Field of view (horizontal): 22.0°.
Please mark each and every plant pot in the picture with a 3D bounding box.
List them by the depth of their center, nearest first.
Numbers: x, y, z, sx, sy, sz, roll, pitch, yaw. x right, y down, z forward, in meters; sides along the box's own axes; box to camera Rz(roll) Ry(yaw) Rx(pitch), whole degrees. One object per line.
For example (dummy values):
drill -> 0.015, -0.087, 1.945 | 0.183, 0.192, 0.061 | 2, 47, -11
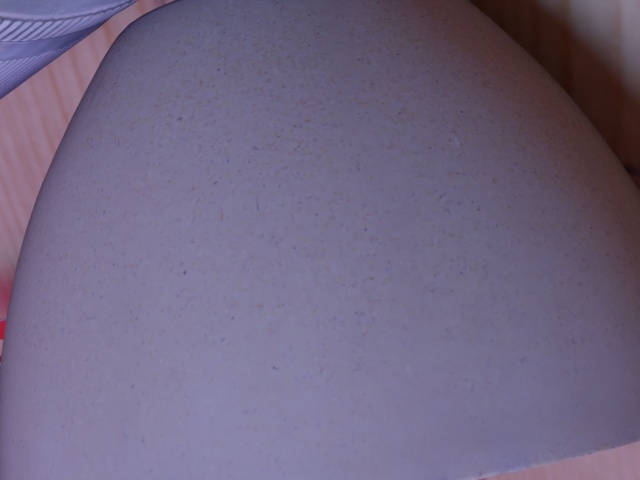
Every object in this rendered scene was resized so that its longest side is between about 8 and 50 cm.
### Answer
plant pot -> 0.000, 0.000, 0.653 | 0.284, 0.284, 0.190 | -15, 84, 44

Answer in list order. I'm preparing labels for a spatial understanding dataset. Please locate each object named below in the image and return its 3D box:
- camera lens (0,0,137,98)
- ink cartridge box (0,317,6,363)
camera lens -> -0.165, -0.157, 0.620 | 0.219, 0.219, 0.274 | 49, 139, -15
ink cartridge box -> -0.106, 0.112, 0.956 | 0.134, 0.078, 0.231 | -10, 122, 42
